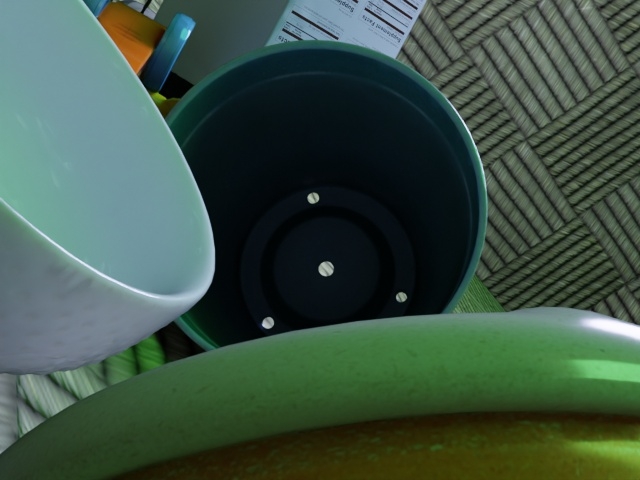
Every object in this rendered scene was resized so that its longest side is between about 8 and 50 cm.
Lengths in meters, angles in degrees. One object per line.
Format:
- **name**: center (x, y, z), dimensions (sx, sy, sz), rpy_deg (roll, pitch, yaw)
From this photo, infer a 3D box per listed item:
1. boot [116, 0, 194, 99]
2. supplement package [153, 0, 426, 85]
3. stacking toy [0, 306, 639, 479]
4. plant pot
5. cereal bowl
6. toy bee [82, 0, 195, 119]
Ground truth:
- **boot**: center (-0.146, -0.155, 1.324), dimensions (0.179, 0.085, 0.236), rpy_deg (60, 18, 18)
- **supplement package**: center (-0.034, -0.219, 1.167), dimensions (0.149, 0.203, 0.194), rpy_deg (24, 8, -42)
- **stacking toy**: center (0.044, 0.294, 0.386), dimensions (0.350, 0.350, 0.480), rpy_deg (42, 35, -51)
- **plant pot**: center (0.000, 0.000, 1.044), dimensions (0.272, 0.271, 0.255), rpy_deg (57, -4, 12)
- **cereal bowl**: center (-0.207, -0.069, 0.597), dimensions (0.339, 0.141, 0.339), rpy_deg (53, 10, -13)
- **toy bee**: center (-0.170, -0.151, 1.061), dimensions (0.195, 0.162, 0.298), rpy_deg (41, 40, 8)
